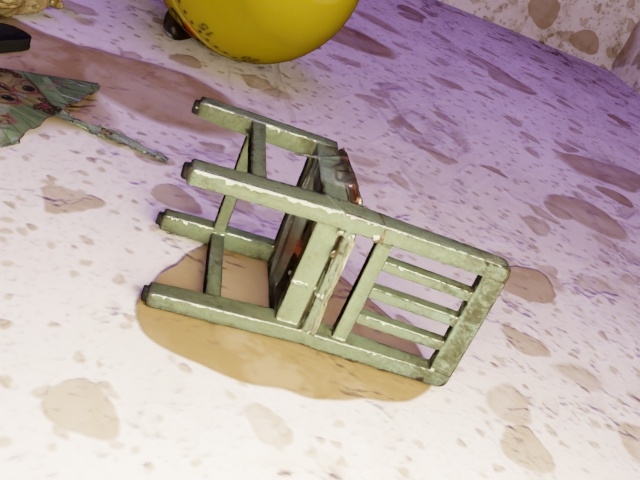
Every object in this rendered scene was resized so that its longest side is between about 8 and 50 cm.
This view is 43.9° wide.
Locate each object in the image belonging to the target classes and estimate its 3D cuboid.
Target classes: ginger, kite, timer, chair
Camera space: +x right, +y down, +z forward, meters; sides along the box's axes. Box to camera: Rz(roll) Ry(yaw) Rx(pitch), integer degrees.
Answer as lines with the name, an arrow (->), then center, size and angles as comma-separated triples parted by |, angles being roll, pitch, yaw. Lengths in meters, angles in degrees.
ginger -> -0.425, -0.336, 1.052 | 0.149, 0.065, 0.259 | 16, 30, 13
kite -> -0.278, -0.133, 0.839 | 0.250, 0.012, 0.229 | 23, 29, -3
timer -> -0.118, -0.446, 1.245 | 0.376, 0.377, 0.386 | 1, 11, -39
chair -> 0.000, 0.000, 0.677 | 0.270, 0.136, 0.147 | 16, 28, -13

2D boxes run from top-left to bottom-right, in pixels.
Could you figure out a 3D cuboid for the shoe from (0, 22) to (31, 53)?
shoe -> -0.402, -0.245, 0.904 | 0.071, 0.049, 0.179 | 30, 26, 15
